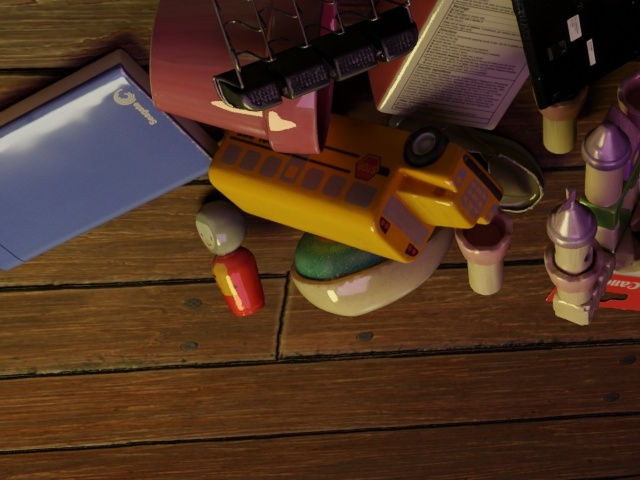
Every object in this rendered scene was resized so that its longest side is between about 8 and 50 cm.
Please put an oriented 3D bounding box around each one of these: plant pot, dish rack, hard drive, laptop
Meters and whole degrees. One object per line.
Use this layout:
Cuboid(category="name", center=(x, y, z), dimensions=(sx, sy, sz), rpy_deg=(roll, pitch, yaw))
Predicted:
Cuboid(category="plant pot", center=(-0.080, -0.195, 1.738), dimensions=(0.180, 0.201, 0.201), rpy_deg=(5, 142, 6))
Cuboid(category="dish rack", center=(-0.026, -0.266, 1.547), dimensions=(0.208, 0.074, 0.271), rpy_deg=(-23, 116, -11))
Cuboid(category="hard drive", center=(-0.306, -0.087, 1.927), dimensions=(0.319, 0.040, 0.210), rpy_deg=(-25, 140, 18))
Cuboid(category="laptop", center=(0.287, -0.298, 1.647), dimensions=(0.264, 0.136, 0.234), rpy_deg=(-30, 147, -1))

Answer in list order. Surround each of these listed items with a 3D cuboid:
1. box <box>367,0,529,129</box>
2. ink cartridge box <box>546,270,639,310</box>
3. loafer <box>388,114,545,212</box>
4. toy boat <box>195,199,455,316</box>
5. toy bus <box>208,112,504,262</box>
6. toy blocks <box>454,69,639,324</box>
Cuboid(category="box", center=(0.159, -0.248, 1.762), dimensions=(0.149, 0.127, 0.232), rpy_deg=(8, 138, -22))
Cuboid(category="ink cartridge box", center=(0.440, 0.042, 2.258), dimensions=(0.181, 0.056, 0.224), rpy_deg=(7, 137, -21))
Cuboid(category="loafer", center=(0.183, -0.084, 2.007), dimensions=(0.251, 0.087, 0.094), rpy_deg=(24, 131, -36))
Cuboid(category="toy boat", center=(0.000, 0.000, 1.995), dimensions=(0.318, 0.267, 0.148), rpy_deg=(-11, 108, 24))
Cuboid(category="toy bus", center=(0.036, -0.068, 1.840), dimensions=(0.333, 0.130, 0.108), rpy_deg=(18, 163, 41))
Cuboid(category="toy blocks", center=(0.339, -0.067, 1.830), dimensions=(0.309, 0.288, 0.260), rpy_deg=(21, 153, 19))
